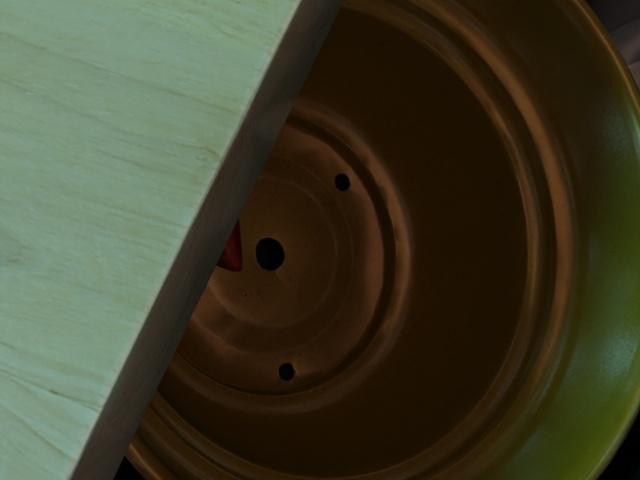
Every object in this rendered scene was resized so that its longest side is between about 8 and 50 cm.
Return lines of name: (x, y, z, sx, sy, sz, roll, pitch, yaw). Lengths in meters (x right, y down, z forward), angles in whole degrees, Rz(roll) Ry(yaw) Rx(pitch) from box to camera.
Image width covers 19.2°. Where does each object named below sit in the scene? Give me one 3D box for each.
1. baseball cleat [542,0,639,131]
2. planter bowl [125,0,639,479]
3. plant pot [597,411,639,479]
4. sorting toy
baseball cleat: (0.119, -0.119, 0.709, 0.109, 0.072, 0.206, 46, 63, 3)
planter bowl: (0.000, 0.000, 0.608, 0.217, 0.090, 0.217, 4, 81, -26)
plant pot: (0.186, 0.036, 0.657, 0.188, 0.187, 0.167, -1, 72, -27)
sorting toy: (-0.132, -0.029, 0.487, 0.257, 0.089, 0.255, 21, 76, 20)
